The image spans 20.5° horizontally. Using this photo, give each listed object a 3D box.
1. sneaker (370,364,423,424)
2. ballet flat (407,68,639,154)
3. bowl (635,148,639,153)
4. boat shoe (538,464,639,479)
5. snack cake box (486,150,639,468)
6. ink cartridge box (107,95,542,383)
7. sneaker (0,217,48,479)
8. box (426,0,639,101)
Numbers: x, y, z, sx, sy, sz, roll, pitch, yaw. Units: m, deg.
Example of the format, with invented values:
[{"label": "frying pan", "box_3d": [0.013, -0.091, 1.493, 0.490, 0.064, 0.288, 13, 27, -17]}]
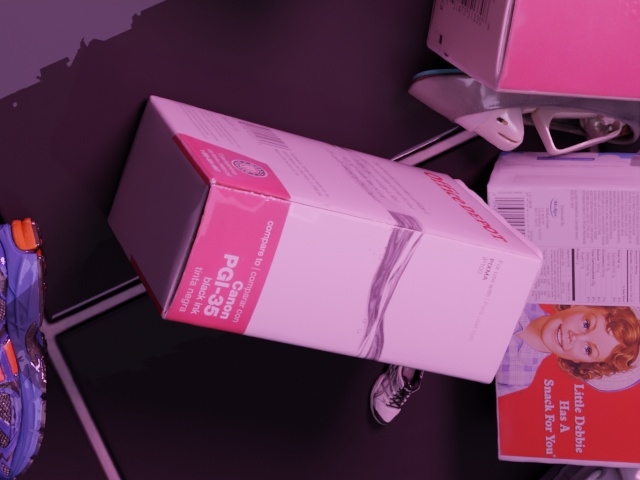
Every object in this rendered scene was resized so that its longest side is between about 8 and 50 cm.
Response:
[{"label": "sneaker", "box_3d": [0.069, 0.128, 1.557, 0.032, 0.037, 0.083, 11, 108, -25]}, {"label": "ballet flat", "box_3d": [0.176, -0.106, 1.478, 0.213, 0.072, 0.068, -1, 80, -21]}, {"label": "bowl", "box_3d": [0.316, -0.002, 1.587, 0.142, 0.053, 0.142, 30, 99, -29]}, {"label": "boat shoe", "box_3d": [0.263, 0.258, 1.610, 0.367, 0.156, 0.136, -37, 118, -3]}, {"label": "snack cake box", "box_3d": [0.227, 0.060, 1.522, 0.152, 0.089, 0.264, 1, 113, 13]}, {"label": "ink cartridge box", "box_3d": [0.000, 0.000, 1.384, 0.283, 0.207, 0.117, 14, 106, -24]}, {"label": "sneaker", "box_3d": [-0.261, 0.088, 1.408, 0.087, 0.083, 0.221, 0, 106, -6]}, {"label": "box", "box_3d": [0.225, -0.190, 1.425, 0.232, 0.148, 0.127, 1, 109, -21]}]
